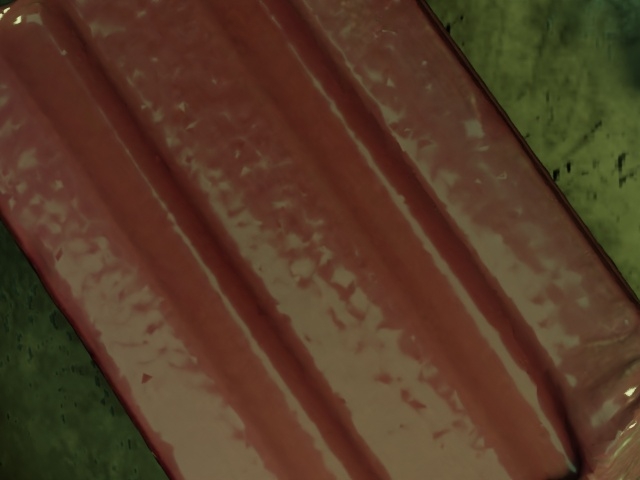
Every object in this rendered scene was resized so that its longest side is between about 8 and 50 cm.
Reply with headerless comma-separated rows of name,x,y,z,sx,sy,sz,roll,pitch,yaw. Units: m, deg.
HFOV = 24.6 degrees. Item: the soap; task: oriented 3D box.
soap,0.000,0.000,0.720,0.233,0.128,0.359,-36,83,12
